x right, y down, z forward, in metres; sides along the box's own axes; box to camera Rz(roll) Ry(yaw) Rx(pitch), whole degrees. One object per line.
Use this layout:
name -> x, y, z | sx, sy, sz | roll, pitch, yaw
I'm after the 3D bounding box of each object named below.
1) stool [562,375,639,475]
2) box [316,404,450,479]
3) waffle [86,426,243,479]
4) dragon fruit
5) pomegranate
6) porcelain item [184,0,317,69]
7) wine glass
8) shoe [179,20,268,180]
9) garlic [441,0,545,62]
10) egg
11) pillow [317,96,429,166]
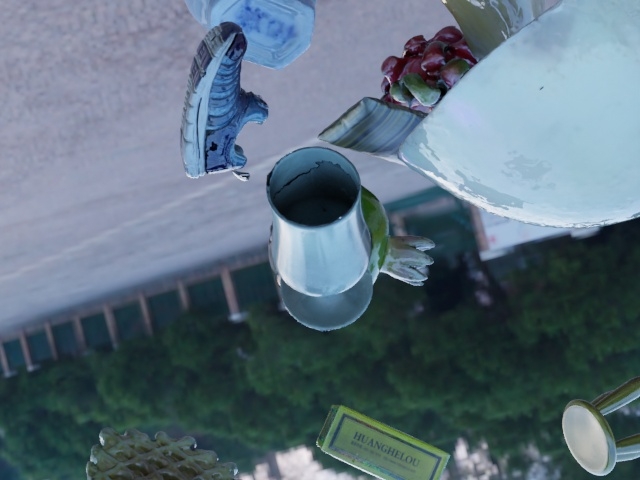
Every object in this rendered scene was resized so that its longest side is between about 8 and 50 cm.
stool -> 0.418, 0.263, 1.682 | 0.110, 0.134, 0.135 | -15, -152, -22
box -> 0.070, 0.254, 1.450 | 0.141, 0.064, 0.220 | 23, 174, 1
waffle -> -0.272, 0.441, 2.099 | 0.291, 0.056, 0.309 | 15, -158, -14
dragon fruit -> 0.189, -0.250, 1.889 | 0.218, 0.198, 0.273 | -11, 157, 4
pomegranate -> 0.041, 0.007, 1.608 | 0.225, 0.187, 0.187 | 14, 175, -6
porcelain item -> -0.121, -0.457, 1.966 | 0.242, 0.405, 0.178 | 16, 128, -25
wine glass -> 0.000, 0.000, 1.179 | 0.103, 0.103, 0.231 | -15, 153, -3
shoe -> -0.118, -0.173, 1.494 | 0.106, 0.207, 0.091 | 3, -154, -13
garlic -> 0.249, -0.365, 1.770 | 0.196, 0.338, 0.151 | -19, -149, 47
egg -> 0.255, -0.115, 1.077 | 0.337, 0.201, 0.337 | -38, 172, -6
pillow -> 0.108, -0.132, 1.504 | 0.203, 0.038, 0.113 | 14, 149, -31
